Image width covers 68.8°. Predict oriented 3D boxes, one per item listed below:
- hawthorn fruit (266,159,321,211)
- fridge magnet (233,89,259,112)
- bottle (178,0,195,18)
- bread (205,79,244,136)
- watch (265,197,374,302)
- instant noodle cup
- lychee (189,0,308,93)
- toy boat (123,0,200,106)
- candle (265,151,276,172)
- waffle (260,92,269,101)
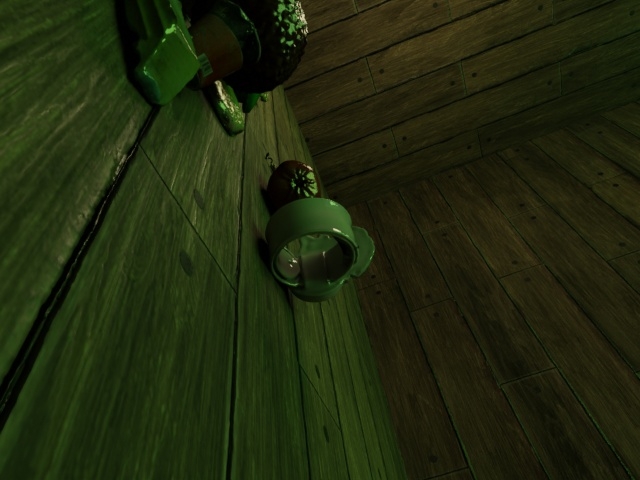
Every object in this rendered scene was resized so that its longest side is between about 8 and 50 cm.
[{"bbox_3d":[-0.072,-0.120,1.359,0.285,0.165,0.165,83,-11,-74],"label":"hawthorn fruit"},{"bbox_3d":[-0.195,-0.454,1.278,0.208,0.088,0.207,-172,-90,-75],"label":"fridge magnet"},{"bbox_3d":[-0.291,-0.565,1.059,0.152,0.099,0.098,65,7,-64],"label":"bottle"},{"bbox_3d":[-0.237,-0.359,1.138,0.228,0.034,0.228,-21,90,-85],"label":"bread"},{"bbox_3d":[0.000,0.000,1.078,0.231,0.244,0.196,74,2,-46],"label":"watch"},{"bbox_3d":[-0.197,-0.342,0.841,0.127,0.135,0.127,36,-25,19],"label":"instant noodle cup"},{"bbox_3d":[-0.148,-0.455,1.016,0.260,0.261,0.260,-20,90,-84],"label":"lychee"},{"bbox_3d":[-0.249,-0.333,0.722,0.111,0.084,0.276,63,8,-61],"label":"toy boat"},{"bbox_3d":[-0.143,-0.211,1.537,0.026,0.021,0.167,-121,-173,-69],"label":"candle"},{"bbox_3d":[-0.250,-0.603,1.698,0.214,0.054,0.208,64,9,1],"label":"waffle"}]
